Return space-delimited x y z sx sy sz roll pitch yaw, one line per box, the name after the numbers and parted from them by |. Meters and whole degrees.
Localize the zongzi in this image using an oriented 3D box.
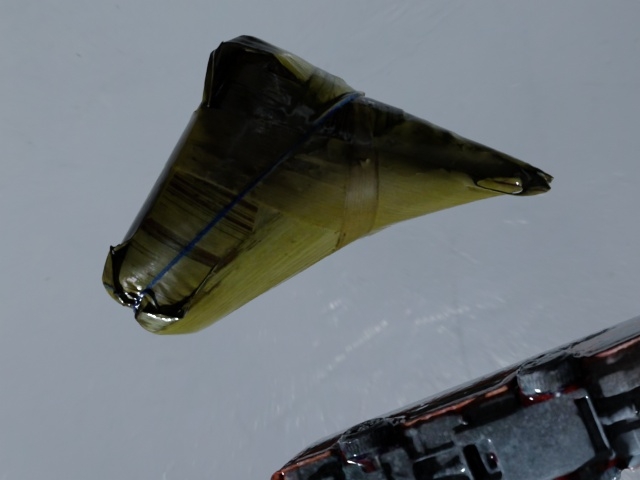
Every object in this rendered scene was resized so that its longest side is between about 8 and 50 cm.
0.000 0.000 1.172 0.289 0.123 0.260 28 88 13 | zongzi

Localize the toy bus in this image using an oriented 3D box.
0.077 0.092 0.661 0.192 0.077 0.065 -23 91 17 | toy bus
